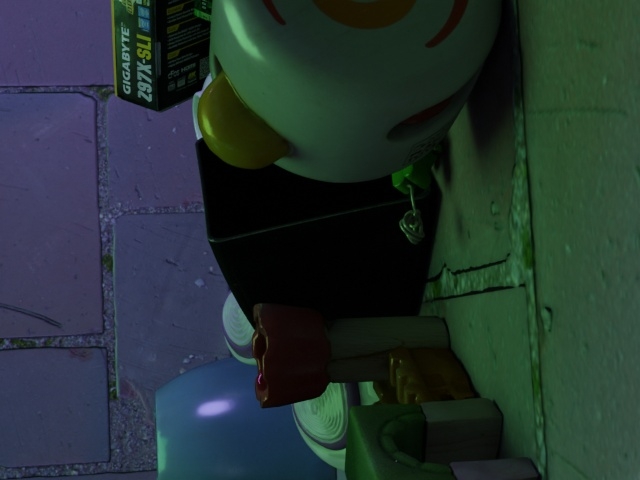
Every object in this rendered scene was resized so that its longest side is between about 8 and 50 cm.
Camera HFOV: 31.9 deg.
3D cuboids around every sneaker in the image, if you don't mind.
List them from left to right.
[{"bbox_3d":[0.023,0.126,1.134,0.305,0.152,0.114,44,116,48],"label":"sneaker"}]

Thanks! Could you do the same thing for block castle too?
[{"bbox_3d":[0.023,0.259,0.782,0.453,0.213,0.303,-114,24,-66],"label":"block castle"}]

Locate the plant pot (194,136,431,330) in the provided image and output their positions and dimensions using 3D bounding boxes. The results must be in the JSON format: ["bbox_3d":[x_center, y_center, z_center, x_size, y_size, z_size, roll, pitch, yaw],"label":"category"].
[{"bbox_3d":[0.000,0.000,1.025,0.188,0.187,0.167,-106,4,-57],"label":"plant pot"}]

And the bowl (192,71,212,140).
[{"bbox_3d":[-0.097,-0.136,1.266,0.170,0.080,0.170,168,90,-73],"label":"bowl"}]

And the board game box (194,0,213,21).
[{"bbox_3d":[-0.005,-0.277,0.883,0.260,0.030,0.136,-39,-37,-41],"label":"board game box"}]

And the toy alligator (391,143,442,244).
[{"bbox_3d":[0.076,-0.080,0.903,0.051,0.056,0.189,-37,41,27],"label":"toy alligator"}]

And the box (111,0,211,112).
[{"bbox_3d":[-0.127,-0.333,1.417,0.322,0.079,0.257,-35,-44,-45],"label":"box"}]

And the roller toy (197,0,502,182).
[{"bbox_3d":[0.019,-0.142,0.781,0.146,0.191,0.209,110,168,-66],"label":"roller toy"}]

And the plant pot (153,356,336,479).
[{"bbox_3d":[-0.117,0.298,1.591,0.293,0.235,0.293,178,90,-80],"label":"plant pot"}]
